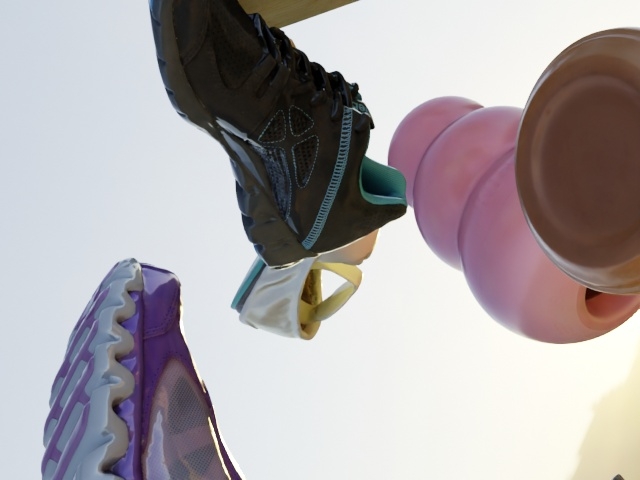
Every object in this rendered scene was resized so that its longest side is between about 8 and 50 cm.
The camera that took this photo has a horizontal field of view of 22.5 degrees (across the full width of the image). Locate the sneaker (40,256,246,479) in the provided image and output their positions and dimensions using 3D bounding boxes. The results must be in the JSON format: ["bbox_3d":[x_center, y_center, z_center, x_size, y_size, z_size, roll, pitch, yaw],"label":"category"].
[{"bbox_3d":[-0.054,0.118,0.651,0.095,0.104,0.236,122,147,-51],"label":"sneaker"}]

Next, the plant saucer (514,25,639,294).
[{"bbox_3d":[0.214,-0.058,1.190,0.037,0.200,0.200,-3,-60,-41],"label":"plant saucer"}]

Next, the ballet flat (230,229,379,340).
[{"bbox_3d":[0.000,0.000,1.854,0.139,0.139,0.400,-58,-3,-32],"label":"ballet flat"}]

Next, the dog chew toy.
[{"bbox_3d":[0.188,-0.040,1.603,0.206,0.332,0.207,-20,-51,-27],"label":"dog chew toy"}]

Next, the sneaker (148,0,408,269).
[{"bbox_3d":[-0.035,-0.121,1.318,0.341,0.139,0.125,60,-160,-45],"label":"sneaker"}]

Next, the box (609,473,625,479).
[{"bbox_3d":[0.241,0.354,1.312,0.216,0.270,0.060,-27,-27,-23],"label":"box"}]

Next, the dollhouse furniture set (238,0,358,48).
[{"bbox_3d":[0.026,-0.323,1.384,0.355,0.303,0.174,59,-163,-58],"label":"dollhouse furniture set"}]
